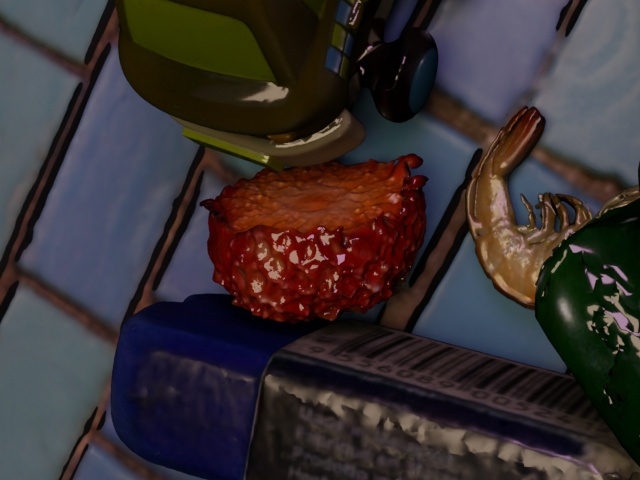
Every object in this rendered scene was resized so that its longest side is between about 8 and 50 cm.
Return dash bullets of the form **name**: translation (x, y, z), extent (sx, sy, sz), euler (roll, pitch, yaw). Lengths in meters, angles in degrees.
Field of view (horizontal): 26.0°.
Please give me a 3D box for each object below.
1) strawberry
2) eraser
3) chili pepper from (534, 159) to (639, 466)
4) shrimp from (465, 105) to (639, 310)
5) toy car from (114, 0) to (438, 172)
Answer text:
- **strawberry**: translation (0.000, 0.000, 0.859), extent (0.145, 0.145, 0.086), euler (-3, 105, 22)
- **eraser**: translation (0.042, 0.115, 0.833), extent (0.332, 0.155, 0.102), euler (12, 100, 21)
- **chili pepper**: translation (0.250, 0.044, 0.692), extent (0.256, 0.248, 0.233), euler (39, 108, 9)
- **shrimp**: translation (0.168, -0.037, 0.843), extent (0.178, 0.034, 0.124), euler (-34, 74, 23)
- **toy car**: translation (-0.029, -0.179, 0.810), extent (0.204, 0.198, 0.248), euler (20, 87, 20)
